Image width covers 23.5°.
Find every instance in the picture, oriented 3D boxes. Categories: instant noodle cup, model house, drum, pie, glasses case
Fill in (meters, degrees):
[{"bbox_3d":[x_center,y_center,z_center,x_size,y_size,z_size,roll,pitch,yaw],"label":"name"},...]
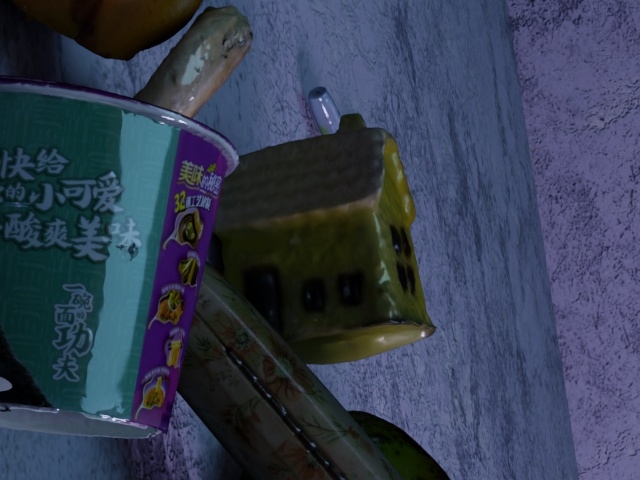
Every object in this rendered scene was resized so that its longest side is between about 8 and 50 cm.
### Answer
[{"bbox_3d":[-0.185,0.022,0.984,0.251,0.251,0.190,32,61,-65],"label":"instant noodle cup"},{"bbox_3d":[0.000,0.000,1.566,0.175,0.193,0.234,29,53,-66],"label":"model house"},{"bbox_3d":[0.044,-0.096,1.935,0.130,0.049,0.253,-64,141,-58],"label":"drum"},{"bbox_3d":[-0.137,-0.097,1.234,0.052,0.218,0.185,41,53,-9],"label":"pie"},{"bbox_3d":[-0.016,0.175,1.294,0.425,0.098,0.156,49,-9,1],"label":"glasses case"}]

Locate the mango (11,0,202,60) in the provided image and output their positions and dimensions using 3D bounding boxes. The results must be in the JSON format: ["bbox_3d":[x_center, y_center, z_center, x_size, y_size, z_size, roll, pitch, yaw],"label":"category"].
[{"bbox_3d":[-0.166,-0.321,1.202,0.199,0.201,0.350,-1,102,-42],"label":"mango"}]

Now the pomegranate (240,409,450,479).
[{"bbox_3d":[0.006,0.291,1.506,0.204,0.276,0.222,8,58,-34],"label":"pomegranate"}]
